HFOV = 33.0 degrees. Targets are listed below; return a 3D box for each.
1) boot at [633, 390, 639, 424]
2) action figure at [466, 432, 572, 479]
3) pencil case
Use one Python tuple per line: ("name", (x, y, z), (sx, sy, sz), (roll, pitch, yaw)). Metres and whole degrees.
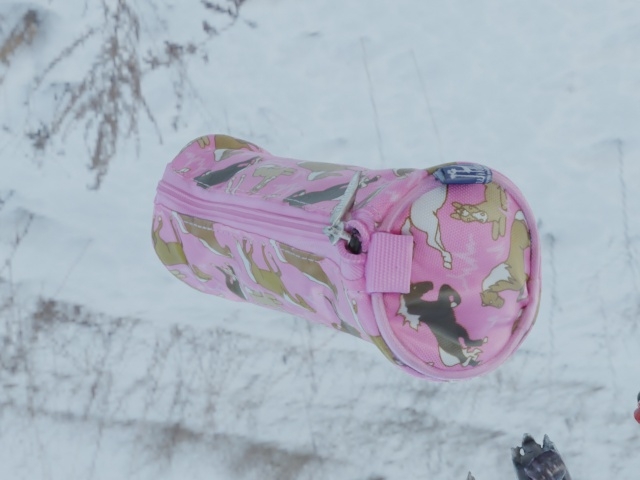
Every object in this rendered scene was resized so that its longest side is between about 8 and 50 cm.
("boot", (0.455, 0.160, 1.319), (0.176, 0.088, 0.244), (-46, 160, 0))
("action figure", (0.153, 0.197, 0.592), (0.285, 0.185, 0.099), (-13, 155, 34))
("pencil case", (0.000, 0.000, 0.879), (0.160, 0.167, 0.386), (-33, -157, -24))
